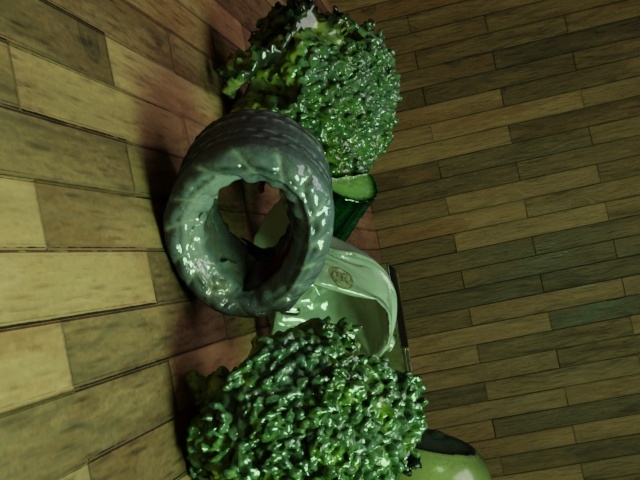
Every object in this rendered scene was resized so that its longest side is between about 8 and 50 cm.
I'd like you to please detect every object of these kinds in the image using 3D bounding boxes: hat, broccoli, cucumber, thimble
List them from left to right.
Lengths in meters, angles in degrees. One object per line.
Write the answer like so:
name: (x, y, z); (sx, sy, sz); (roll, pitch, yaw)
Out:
thimble: (-0.080, -0.036, 1.222); (0.172, 0.205, 0.236); (-85, 164, -64)
broccoli: (-0.028, 0.212, 1.176); (0.288, 0.245, 0.248); (35, 61, -24)
broccoli: (-0.017, -0.228, 1.623); (0.324, 0.271, 0.335); (2, 90, -75)
cucumber: (0.000, 0.000, 1.613); (0.115, 0.244, 0.063); (-2, 46, -45)
hat: (0.003, 0.038, 1.470); (0.258, 0.167, 0.302); (122, -41, -52)

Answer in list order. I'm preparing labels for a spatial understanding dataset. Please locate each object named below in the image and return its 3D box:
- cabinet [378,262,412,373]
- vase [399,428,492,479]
cabinet: (0.064, 0.161, 1.626); (0.175, 0.148, 0.215); (31, 49, -79)
vase: (0.095, 0.443, 1.500); (0.241, 0.329, 0.303); (18, -83, 58)
